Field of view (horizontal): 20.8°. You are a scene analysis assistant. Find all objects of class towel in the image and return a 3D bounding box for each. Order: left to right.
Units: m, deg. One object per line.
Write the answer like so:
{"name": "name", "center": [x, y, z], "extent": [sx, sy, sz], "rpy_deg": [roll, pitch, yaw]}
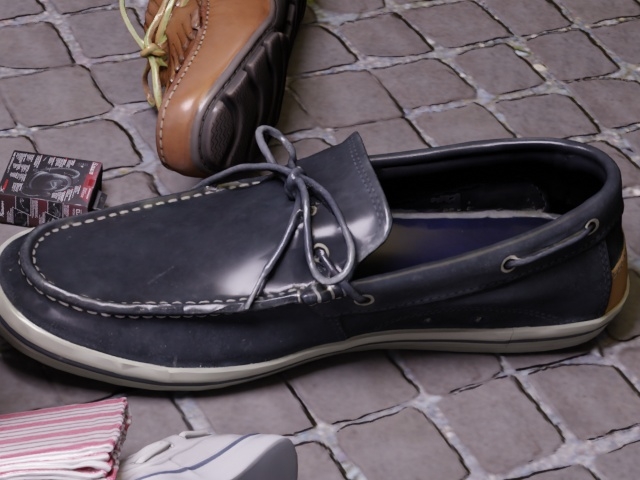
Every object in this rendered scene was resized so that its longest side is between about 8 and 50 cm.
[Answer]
{"name": "towel", "center": [-0.191, 0.133, 1.081], "extent": [0.144, 0.029, 0.197], "rpy_deg": [-7, 4, -3]}

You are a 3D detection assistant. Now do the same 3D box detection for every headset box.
{"name": "headset box", "center": [-0.216, -0.039, 1.415], "extent": [0.083, 0.032, 0.062], "rpy_deg": [9, 39, 0]}

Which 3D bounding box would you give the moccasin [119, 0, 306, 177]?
{"name": "moccasin", "center": [-0.099, -0.177, 1.522], "extent": [0.147, 0.139, 0.380], "rpy_deg": [8, 38, 2]}

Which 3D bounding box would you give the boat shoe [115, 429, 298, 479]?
{"name": "boat shoe", "center": [-0.104, 0.176, 1.092], "extent": [0.084, 0.095, 0.258], "rpy_deg": [8, 7, 24]}

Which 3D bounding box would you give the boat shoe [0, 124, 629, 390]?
{"name": "boat shoe", "center": [0.000, 0.000, 1.309], "extent": [0.500, 0.156, 0.187], "rpy_deg": [-3, 41, -11]}
